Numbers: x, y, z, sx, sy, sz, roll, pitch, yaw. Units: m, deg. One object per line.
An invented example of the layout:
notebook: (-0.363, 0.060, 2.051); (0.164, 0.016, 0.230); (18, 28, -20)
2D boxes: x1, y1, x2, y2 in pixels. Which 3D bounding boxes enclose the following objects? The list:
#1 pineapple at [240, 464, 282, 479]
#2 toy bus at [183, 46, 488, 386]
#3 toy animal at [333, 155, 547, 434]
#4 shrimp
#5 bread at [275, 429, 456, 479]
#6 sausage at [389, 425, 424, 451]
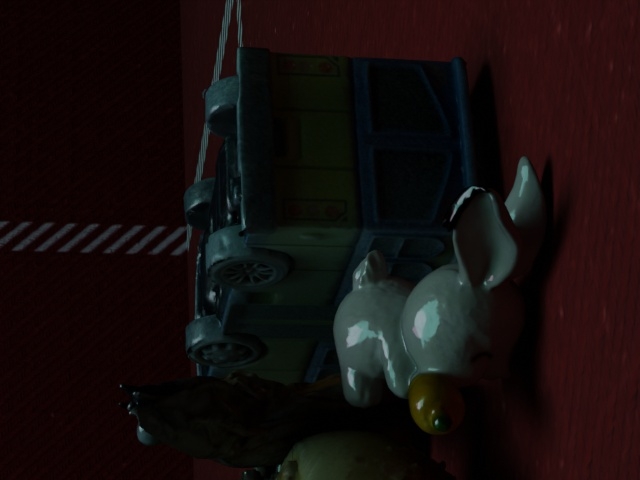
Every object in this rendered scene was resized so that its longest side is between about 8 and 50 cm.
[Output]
pineapple: (-0.056, 0.325, 1.735); (0.169, 0.169, 0.340); (104, 168, -51)
toy bus: (0.000, 0.000, 1.334); (0.312, 0.190, 0.152); (110, 159, -61)
toy animal: (0.076, 0.041, 1.124); (0.181, 0.131, 0.127); (-23, 98, 50)
shrimp: (-0.014, 0.112, 1.235); (0.317, 0.164, 0.062); (11, -119, -59)
bread: (0.034, 0.273, 1.181); (0.305, 0.158, 0.305); (-177, 90, -80)
sausage: (0.045, 0.275, 1.417); (0.066, 0.066, 0.301); (-141, 51, -78)
